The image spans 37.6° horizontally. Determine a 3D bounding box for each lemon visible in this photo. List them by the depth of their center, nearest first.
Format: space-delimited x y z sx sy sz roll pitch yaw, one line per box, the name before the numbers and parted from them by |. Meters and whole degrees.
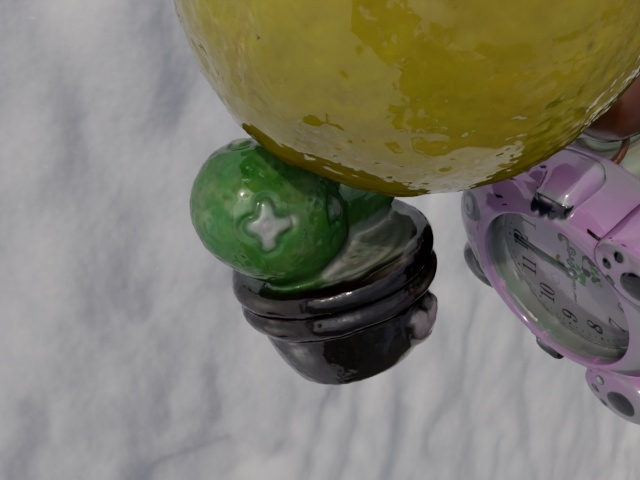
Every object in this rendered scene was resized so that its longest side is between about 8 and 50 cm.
lemon | 0.063 -0.188 0.596 0.348 0.348 0.348 -23 117 -55

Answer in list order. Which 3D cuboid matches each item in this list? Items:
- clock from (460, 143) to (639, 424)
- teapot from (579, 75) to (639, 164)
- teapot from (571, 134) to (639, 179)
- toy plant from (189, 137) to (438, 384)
clock | 0.220 0.018 0.809 0.090 0.248 0.228 -35 141 -19
teapot | 0.246 -0.139 0.861 0.116 0.116 0.173 -35 130 -49
teapot | 0.427 -0.126 1.059 0.149 0.318 0.220 43 37 -32
toy plant | 0.000 0.000 0.788 0.218 0.175 0.235 -40 124 -41
